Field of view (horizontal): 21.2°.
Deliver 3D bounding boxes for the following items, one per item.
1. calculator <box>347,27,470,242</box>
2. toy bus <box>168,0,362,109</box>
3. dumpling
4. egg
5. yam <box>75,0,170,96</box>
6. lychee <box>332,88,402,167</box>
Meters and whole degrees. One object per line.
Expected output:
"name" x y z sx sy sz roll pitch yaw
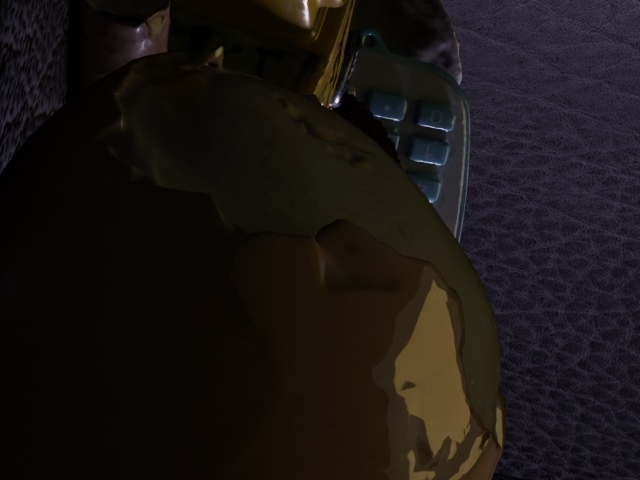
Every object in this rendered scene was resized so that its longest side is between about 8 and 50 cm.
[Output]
"calculator" 0.000 0.000 1.523 0.054 0.256 0.386 -142 -117 -67
"toy bus" -0.045 -0.106 0.987 0.335 0.121 0.123 105 5 -77
"dumpling" 0.014 -0.163 1.607 0.163 0.205 0.293 -109 -158 -63
"egg" -0.042 0.062 0.608 0.201 0.201 0.244 -77 -170 -76
"yam" -0.099 -0.022 0.830 0.264 0.046 0.046 99 2 -48
"lychee" -0.021 -0.043 1.382 0.194 0.194 0.194 12 90 -90
